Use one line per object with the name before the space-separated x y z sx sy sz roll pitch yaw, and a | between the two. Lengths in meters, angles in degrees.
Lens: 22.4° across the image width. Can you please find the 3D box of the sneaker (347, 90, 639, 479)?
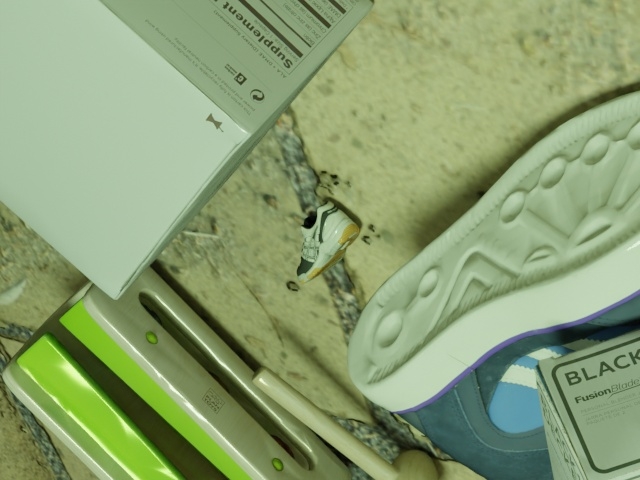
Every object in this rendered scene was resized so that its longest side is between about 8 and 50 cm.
sneaker | 0.198 0.054 0.999 0.236 0.130 0.323 30 131 -27

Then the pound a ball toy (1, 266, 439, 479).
pound a ball toy | -0.069 0.139 1.331 0.319 0.135 0.208 45 119 -7

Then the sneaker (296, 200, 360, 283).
sneaker | 0.000 0.000 1.177 0.037 0.032 0.083 50 141 10

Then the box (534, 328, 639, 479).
box | 0.232 0.161 0.965 0.169 0.087 0.290 -17 138 -1

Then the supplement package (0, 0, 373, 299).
supplement package | -0.130 -0.118 1.061 0.204 0.145 0.262 42 145 -3
